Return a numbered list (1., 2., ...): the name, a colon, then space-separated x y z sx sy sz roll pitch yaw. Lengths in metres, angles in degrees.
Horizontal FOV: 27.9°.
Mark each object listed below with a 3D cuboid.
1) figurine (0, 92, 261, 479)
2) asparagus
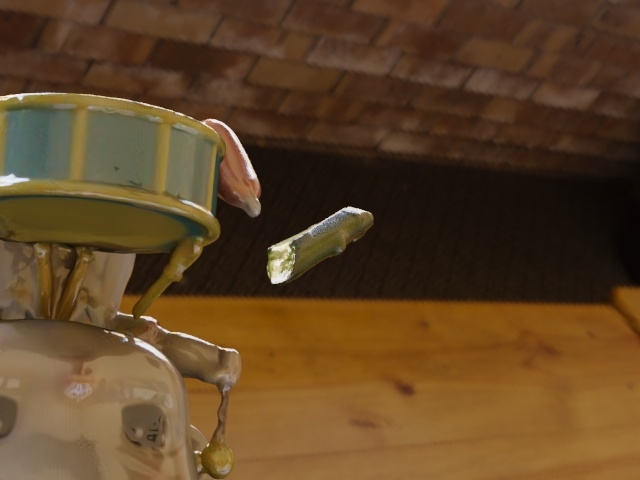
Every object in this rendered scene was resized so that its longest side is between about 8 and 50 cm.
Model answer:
1. figurine: -0.102 0.079 0.471 0.161 0.158 0.275 4 80 -21
2. asparagus: 0.001 0.000 0.694 0.108 0.025 0.021 -30 97 -58
